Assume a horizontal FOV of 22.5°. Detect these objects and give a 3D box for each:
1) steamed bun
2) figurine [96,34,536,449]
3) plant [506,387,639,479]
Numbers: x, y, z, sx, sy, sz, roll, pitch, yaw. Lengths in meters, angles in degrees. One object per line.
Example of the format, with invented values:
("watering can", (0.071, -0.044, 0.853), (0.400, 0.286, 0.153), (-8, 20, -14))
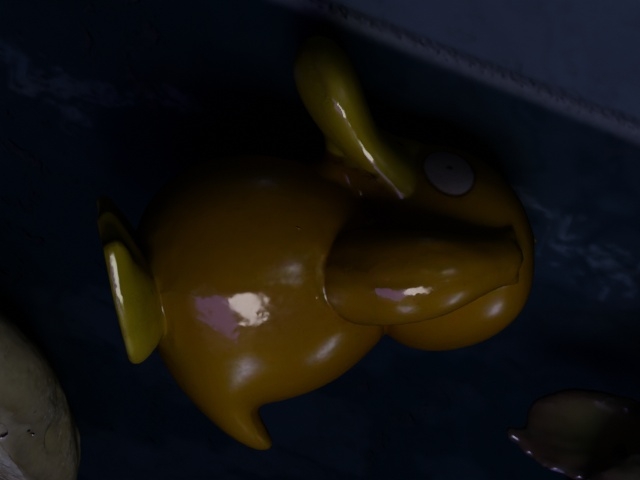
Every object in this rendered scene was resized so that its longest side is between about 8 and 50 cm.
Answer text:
("steamed bun", (-0.265, 0.086, 1.169), (0.231, 0.110, 0.212), (26, 153, -1))
("figurine", (-0.005, 0.008, 0.914), (0.228, 0.215, 0.215), (-37, 113, -1))
("plant", (0.265, 0.130, 0.903), (0.234, 0.178, 0.204), (48, 145, -4))
